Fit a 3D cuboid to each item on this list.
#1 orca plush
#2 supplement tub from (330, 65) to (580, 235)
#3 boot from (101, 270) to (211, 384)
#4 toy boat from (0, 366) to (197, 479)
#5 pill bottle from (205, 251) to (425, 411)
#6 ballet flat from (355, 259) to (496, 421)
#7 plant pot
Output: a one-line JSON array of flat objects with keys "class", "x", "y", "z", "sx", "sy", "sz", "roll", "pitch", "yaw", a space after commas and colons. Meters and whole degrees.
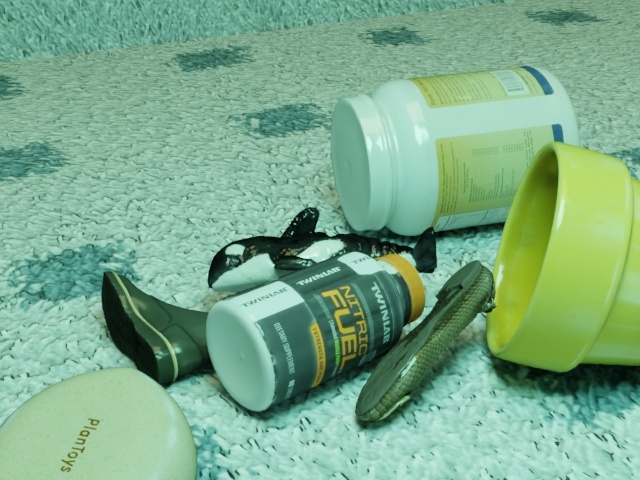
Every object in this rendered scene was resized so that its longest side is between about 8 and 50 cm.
[{"class": "orca plush", "x": 0.000, "y": 0.000, "z": 1.292, "sx": 0.287, "sy": 0.102, "sz": 0.151, "roll": -9, "pitch": -13, "yaw": 12}, {"class": "supplement tub", "x": 0.191, "y": -0.129, "z": 1.496, "sx": 0.316, "sy": 0.228, "sz": 0.228, "roll": -8, "pitch": 26, "yaw": -14}, {"class": "boot", "x": -0.174, "y": 0.097, "z": 1.239, "sx": 0.137, "sy": 0.076, "sz": 0.198, "roll": -12, "pitch": 40, "yaw": -30}, {"class": "toy boat", "x": -0.272, "y": 0.214, "z": 0.932, "sx": 0.318, "sy": 0.148, "sz": 0.267, "roll": 13, "pitch": 33, "yaw": 12}, {"class": "pill bottle", "x": 0.004, "y": 0.090, "z": 1.159, "sx": 0.246, "sy": 0.130, "sz": 0.130, "roll": -21, "pitch": 31, "yaw": -34}, {"class": "ballet flat", "x": 0.125, "y": 0.117, "z": 1.134, "sx": 0.250, "sy": 0.058, "sz": 0.084, "roll": -47, "pitch": 11, "yaw": -35}, {"class": "plant pot", "x": 0.336, "y": 0.039, "z": 1.149, "sx": 0.239, "sy": 0.254, "sz": 0.254, "roll": 15, "pitch": 26, "yaw": -2}]
